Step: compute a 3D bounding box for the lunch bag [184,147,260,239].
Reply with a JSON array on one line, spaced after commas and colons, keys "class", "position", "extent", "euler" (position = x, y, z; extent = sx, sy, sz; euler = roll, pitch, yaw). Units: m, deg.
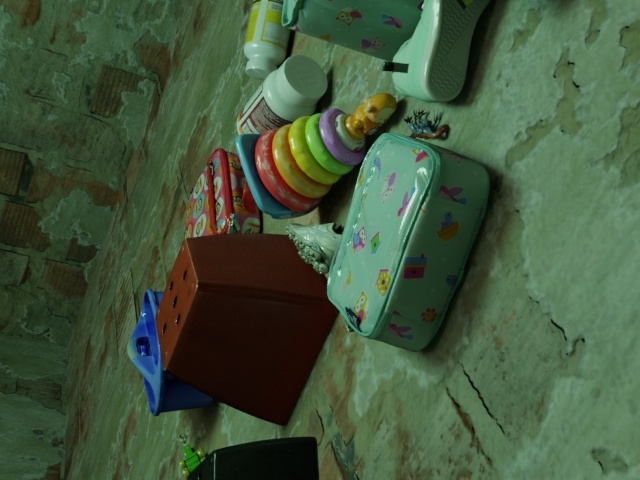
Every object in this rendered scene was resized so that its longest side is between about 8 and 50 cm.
[{"class": "lunch bag", "position": [-0.224, -0.069, 1.766], "extent": [0.258, 0.120, 0.293], "euler": [-52, 35, 35]}]

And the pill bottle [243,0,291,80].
[{"class": "pill bottle", "position": [-0.127, -0.483, 1.790], "extent": [0.103, 0.103, 0.184], "euler": [-10, 68, 64]}]

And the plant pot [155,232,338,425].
[{"class": "plant pot", "position": [-0.155, 0.135, 1.349], "extent": [0.268, 0.235, 0.267], "euler": [-67, 25, 19]}]

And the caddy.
[{"class": "caddy", "position": [-0.355, 0.253, 1.726], "extent": [0.341, 0.179, 0.242], "euler": [-133, 47, -63]}]

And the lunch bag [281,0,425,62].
[{"class": "lunch bag", "position": [0.063, -0.447, 1.217], "extent": [0.160, 0.223, 0.263], "euler": [132, 145, -55]}]

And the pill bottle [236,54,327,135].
[{"class": "pill bottle", "position": [-0.081, -0.281, 1.558], "extent": [0.221, 0.121, 0.121], "euler": [-38, 44, 52]}]

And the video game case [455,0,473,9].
[{"class": "video game case", "position": [0.239, -0.444, 0.952], "extent": [0.248, 0.035, 0.275], "euler": [-34, 41, 20]}]

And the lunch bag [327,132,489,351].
[{"class": "lunch bag", "position": [0.103, -0.001, 1.024], "extent": [0.224, 0.107, 0.279], "euler": [43, 115, 63]}]

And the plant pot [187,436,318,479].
[{"class": "plant pot", "position": [-0.117, 0.425, 1.191], "extent": [0.187, 0.166, 0.188], "euler": [-50, 36, 45]}]

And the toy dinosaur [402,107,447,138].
[{"class": "toy dinosaur", "position": [0.159, -0.165, 1.106], "extent": [0.090, 0.047, 0.082], "euler": [82, 167, -45]}]

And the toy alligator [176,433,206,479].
[{"class": "toy alligator", "position": [-0.279, 0.490, 1.647], "extent": [0.189, 0.056, 0.051], "euler": [32, 146, 65]}]

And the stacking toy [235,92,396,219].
[{"class": "stacking toy", "position": [0.016, -0.167, 1.291], "extent": [0.301, 0.175, 0.166], "euler": [-28, 79, 37]}]

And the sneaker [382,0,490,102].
[{"class": "sneaker", "position": [0.168, -0.329, 1.087], "extent": [0.151, 0.094, 0.256], "euler": [25, 99, 67]}]

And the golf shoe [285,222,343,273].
[{"class": "golf shoe", "position": [0.000, 0.000, 1.311], "extent": [0.086, 0.069, 0.176], "euler": [-35, 30, -10]}]
